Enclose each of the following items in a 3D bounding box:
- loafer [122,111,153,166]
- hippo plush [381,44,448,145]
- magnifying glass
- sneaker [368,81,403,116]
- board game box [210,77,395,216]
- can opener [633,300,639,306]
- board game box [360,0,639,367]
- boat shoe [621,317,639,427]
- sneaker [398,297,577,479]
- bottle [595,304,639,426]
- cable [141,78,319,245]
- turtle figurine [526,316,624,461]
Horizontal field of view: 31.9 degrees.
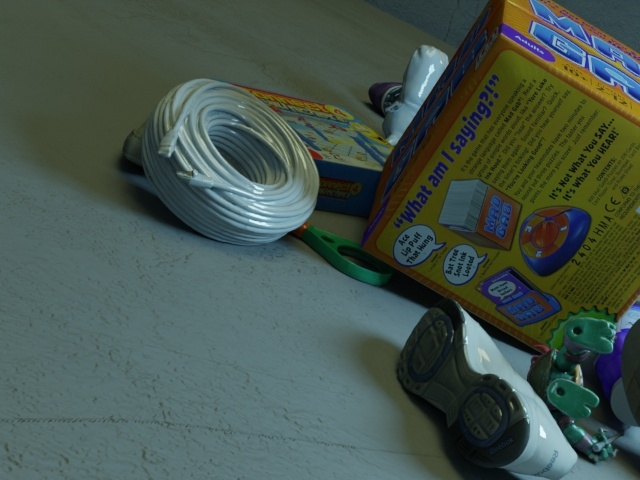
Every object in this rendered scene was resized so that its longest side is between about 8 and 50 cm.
[{"bbox_3d":[-0.207,-0.174,1.677,0.112,0.111,0.319,25,19,3],"label":"loafer"},{"bbox_3d":[0.257,-0.241,2.212,0.236,0.234,0.294,24,18,4],"label":"hippo plush"},{"bbox_3d":[0.000,0.000,1.599,0.231,0.026,0.092,31,20,15],"label":"magnifying glass"},{"bbox_3d":[0.245,-0.323,2.624,0.283,0.107,0.124,12,16,-30],"label":"sneaker"},{"bbox_3d":[-0.009,-0.150,1.885,0.308,0.086,0.302,7,25,-39],"label":"board game box"},{"bbox_3d":[0.548,0.162,1.731,0.074,0.093,0.280,22,10,-11],"label":"can opener"},{"bbox_3d":[0.316,-0.108,1.611,0.356,0.357,0.356,30,27,-5],"label":"board game box"},{"bbox_3d":[0.466,0.230,1.332,0.116,0.123,0.324,21,40,-46],"label":"boat shoe"},{"bbox_3d":[0.182,0.174,1.266,0.129,0.111,0.297,33,16,-29],"label":"sneaker"},{"bbox_3d":[0.439,0.173,1.539,0.118,0.092,0.283,29,20,9],"label":"bottle"},{"bbox_3d":[-0.121,-0.105,1.529,0.257,0.089,0.257,29,36,-24],"label":"cable"},{"bbox_3d":[0.304,0.175,1.334,0.118,0.175,0.234,-3,-19,11],"label":"turtle figurine"}]
